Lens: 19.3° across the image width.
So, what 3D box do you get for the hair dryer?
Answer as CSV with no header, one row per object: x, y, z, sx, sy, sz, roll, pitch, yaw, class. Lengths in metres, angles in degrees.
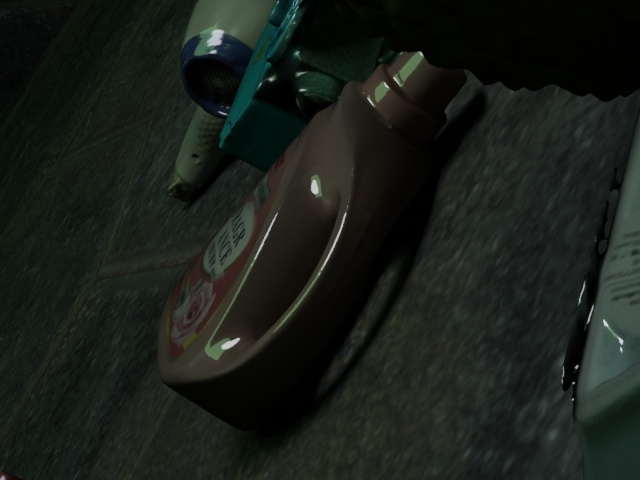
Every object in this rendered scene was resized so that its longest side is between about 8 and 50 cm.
-0.029,-0.189,1.540,0.296,0.119,0.298,-56,1,-20,hair dryer

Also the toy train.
0.007,-0.124,1.250,0.154,0.107,0.198,-53,13,44,toy train

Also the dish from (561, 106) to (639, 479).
0.144,0.001,0.611,0.182,0.080,0.243,-40,23,46,dish

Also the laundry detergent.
0.000,0.000,1.075,0.237,0.076,0.171,-49,18,20,laundry detergent

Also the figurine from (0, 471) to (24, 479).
-0.207,0.248,1.017,0.338,0.204,0.283,-83,1,-83,figurine

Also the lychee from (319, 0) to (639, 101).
0.111,-0.184,0.741,0.270,0.320,0.270,20,-90,-89,lychee
